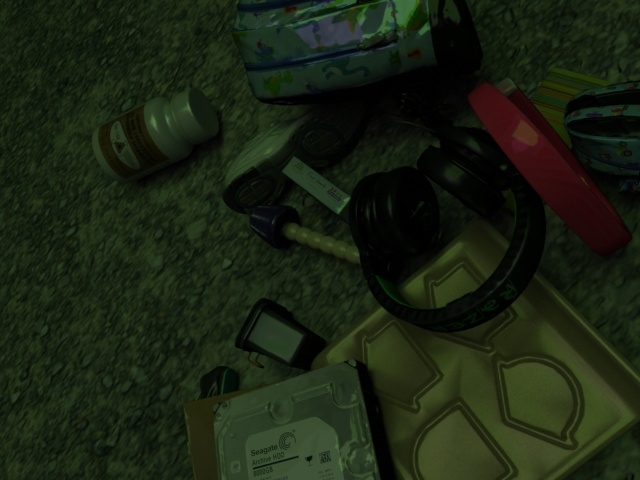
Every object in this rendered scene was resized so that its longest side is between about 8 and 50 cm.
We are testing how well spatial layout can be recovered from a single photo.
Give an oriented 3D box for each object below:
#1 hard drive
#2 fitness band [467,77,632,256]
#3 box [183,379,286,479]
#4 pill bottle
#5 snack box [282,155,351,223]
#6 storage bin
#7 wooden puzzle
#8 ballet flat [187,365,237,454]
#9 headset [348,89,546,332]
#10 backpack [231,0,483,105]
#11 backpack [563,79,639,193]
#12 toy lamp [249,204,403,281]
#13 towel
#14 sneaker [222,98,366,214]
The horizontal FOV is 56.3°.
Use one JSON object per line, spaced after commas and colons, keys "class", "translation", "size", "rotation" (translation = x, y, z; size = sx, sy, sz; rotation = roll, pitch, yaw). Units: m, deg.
{"class": "hard drive", "translation": [-0.016, 0.347, 0.764], "size": [0.237, 0.064, 0.338], "rotation": [-21, 59, 18]}
{"class": "fitness band", "translation": [0.288, -0.092, 0.738], "size": [0.054, 0.291, 0.209], "rotation": [-40, 41, 24]}
{"class": "box", "translation": [-0.107, 0.320, 0.883], "size": [0.165, 0.021, 0.201], "rotation": [-10, 62, -12]}
{"class": "pill bottle", "translation": [-0.326, -0.212, 1.193], "size": [0.229, 0.131, 0.131], "rotation": [-20, 62, 19]}
{"class": "snack box", "translation": [0.013, -0.074, 0.981], "size": [0.141, 0.100, 0.037], "rotation": [39, 91, 34]}
{"class": "storage bin", "translation": [-0.057, 0.157, 0.912], "size": [0.091, 0.135, 0.098], "rotation": [26, 83, 23]}
{"class": "wooden puzzle", "translation": [0.192, 0.193, 0.801], "size": [0.348, 0.080, 0.322], "rotation": [-44, 57, 11]}
{"class": "ballet flat", "translation": [-0.173, 0.301, 0.947], "size": [0.074, 0.074, 0.203], "rotation": [-14, 58, 22]}
{"class": "headset", "translation": [0.169, -0.058, 0.824], "size": [0.243, 0.185, 0.393], "rotation": [-33, 50, 30]}
{"class": "backpack", "translation": [0.042, -0.330, 0.939], "size": [0.356, 0.273, 0.290], "rotation": [-21, 25, 22]}
{"class": "backpack", "translation": [0.406, -0.135, 0.769], "size": [0.174, 0.116, 0.158], "rotation": [5, 42, 24]}
{"class": "toy lamp", "translation": [0.000, 0.000, 0.973], "size": [0.275, 0.080, 0.080], "rotation": [19, 80, 30]}
{"class": "towel", "translation": [0.331, -0.150, 0.898], "size": [0.102, 0.021, 0.237], "rotation": [33, 88, 38]}
{"class": "sneaker", "translation": [-0.058, -0.174, 1.059], "size": [0.297, 0.111, 0.129], "rotation": [-31, 43, 7]}
